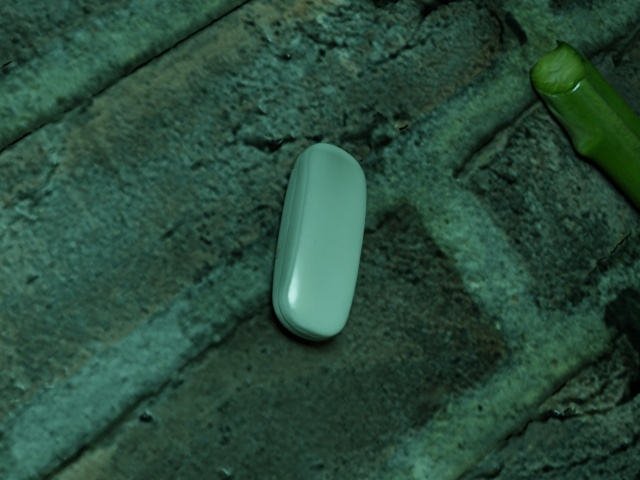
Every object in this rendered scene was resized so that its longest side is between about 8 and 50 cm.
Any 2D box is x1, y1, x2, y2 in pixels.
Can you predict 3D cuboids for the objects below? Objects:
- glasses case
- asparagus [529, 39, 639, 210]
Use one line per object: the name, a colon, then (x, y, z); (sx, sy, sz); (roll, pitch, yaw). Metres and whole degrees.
glasses case: (0.000, 0.000, 1.404); (0.063, 0.041, 0.164); (25, 57, -29)
asparagus: (0.294, -0.065, 1.650); (0.278, 0.060, 0.067); (45, 61, -13)
